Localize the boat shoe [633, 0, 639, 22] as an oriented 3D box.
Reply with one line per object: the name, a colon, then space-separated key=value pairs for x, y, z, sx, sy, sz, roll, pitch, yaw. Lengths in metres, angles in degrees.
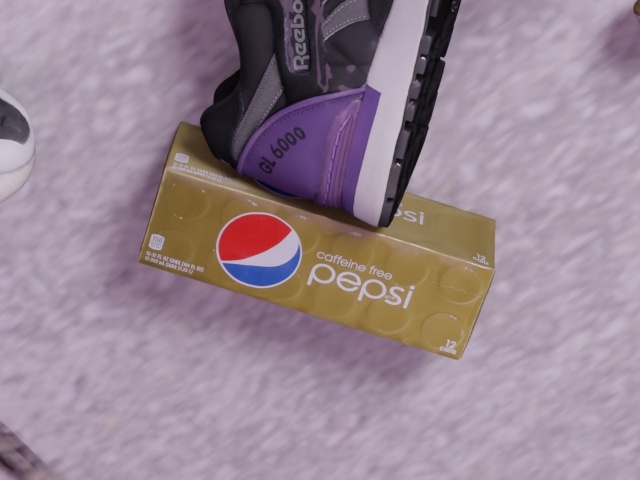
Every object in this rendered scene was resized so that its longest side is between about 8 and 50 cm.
boat shoe: x=0.240 y=-0.112 z=0.957 sx=0.170 sy=0.063 sz=0.059 roll=-11 pitch=111 yaw=10

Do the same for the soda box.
soda box: x=0.000 y=0.000 z=1.043 sx=0.181 sy=0.058 sz=0.061 roll=17 pitch=119 yaw=-5

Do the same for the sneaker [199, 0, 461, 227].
sneaker: x=0.008 y=-0.146 z=0.940 sx=0.124 sy=0.107 sz=0.283 roll=18 pitch=115 yaw=7

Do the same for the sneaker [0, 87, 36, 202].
sneaker: x=-0.265 y=-0.002 z=1.049 sx=0.292 sy=0.110 sz=0.118 roll=-17 pitch=124 yaw=23
